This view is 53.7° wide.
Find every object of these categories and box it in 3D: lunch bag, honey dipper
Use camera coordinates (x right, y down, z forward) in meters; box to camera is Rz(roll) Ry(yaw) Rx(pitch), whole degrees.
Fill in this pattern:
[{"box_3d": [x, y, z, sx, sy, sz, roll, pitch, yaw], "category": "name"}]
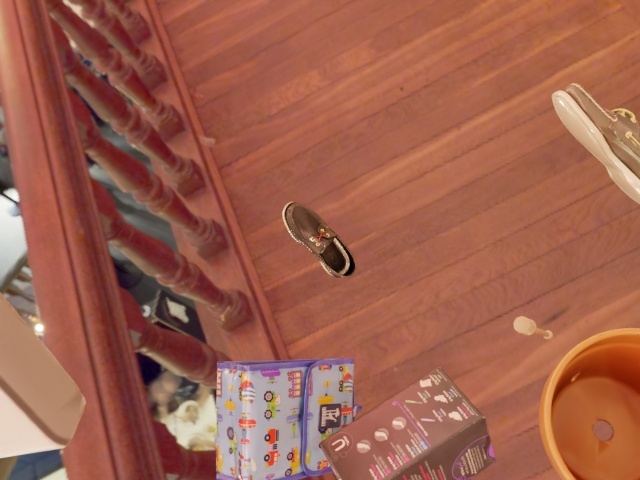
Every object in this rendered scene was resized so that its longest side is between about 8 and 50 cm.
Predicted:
[{"box_3d": [-0.046, 0.346, 1.242, 0.138, 0.294, 0.220, -11, 77, 56], "category": "lunch bag"}, {"box_3d": [0.403, 0.167, 1.186, 0.031, 0.161, 0.030, -11, 71, 34], "category": "honey dipper"}]

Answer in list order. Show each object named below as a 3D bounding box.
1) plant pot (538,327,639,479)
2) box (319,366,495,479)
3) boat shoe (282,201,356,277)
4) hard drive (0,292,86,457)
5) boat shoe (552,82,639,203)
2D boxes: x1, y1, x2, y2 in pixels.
[{"box_3d": [0.490, 0.306, 1.034, 0.291, 0.203, 0.290, -1, 70, 4], "category": "plant pot"}, {"box_3d": [0.162, 0.388, 1.160, 0.271, 0.165, 0.143, -30, 40, -9], "category": "box"}, {"box_3d": [0.001, -0.001, 0.857, 0.049, 0.133, 0.042, -47, 23, -17], "category": "boat shoe"}, {"box_3d": [-0.356, 0.067, 0.375, 0.354, 0.232, 0.047, -13, 36, 13], "category": "hard drive"}, {"box_3d": [0.566, -0.195, 1.212, 0.305, 0.109, 0.091, 43, 100, -14], "category": "boat shoe"}]
